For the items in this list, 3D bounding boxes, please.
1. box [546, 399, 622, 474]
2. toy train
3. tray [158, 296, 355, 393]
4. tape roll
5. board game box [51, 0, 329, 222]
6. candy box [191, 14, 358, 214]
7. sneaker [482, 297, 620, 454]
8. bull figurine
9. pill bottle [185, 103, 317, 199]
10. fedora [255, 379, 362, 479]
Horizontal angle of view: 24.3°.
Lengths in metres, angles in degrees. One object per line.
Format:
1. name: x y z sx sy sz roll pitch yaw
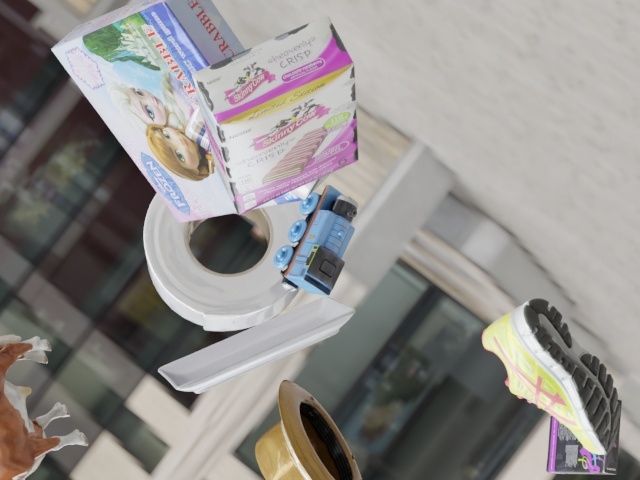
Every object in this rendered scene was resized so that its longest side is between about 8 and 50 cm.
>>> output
1. box: 0.408 0.305 2.307 0.029 0.116 0.162 10 169 -21
2. toy train: 0.000 0.000 2.356 0.080 0.184 0.105 36 163 -36
3. tray: -0.087 0.150 2.071 0.030 0.270 0.145 69 167 -10
4. tape roll: -0.155 0.006 2.501 0.286 0.286 0.100 37 163 8
5. board game box: -0.182 -0.177 2.008 0.318 0.066 0.319 -9 121 54
6. candy box: -0.043 -0.131 1.619 0.071 0.159 0.233 62 173 22
7. sneaker: 0.256 0.156 1.650 0.094 0.081 0.208 -23 109 39
8. bull figurine: -0.476 0.282 2.282 0.101 0.188 0.310 35 145 52
9. pill bottle: -0.071 -0.123 1.811 0.169 0.094 0.094 33 178 1
10. fedora: -0.022 0.257 1.742 0.194 0.079 0.194 54 -169 -15
